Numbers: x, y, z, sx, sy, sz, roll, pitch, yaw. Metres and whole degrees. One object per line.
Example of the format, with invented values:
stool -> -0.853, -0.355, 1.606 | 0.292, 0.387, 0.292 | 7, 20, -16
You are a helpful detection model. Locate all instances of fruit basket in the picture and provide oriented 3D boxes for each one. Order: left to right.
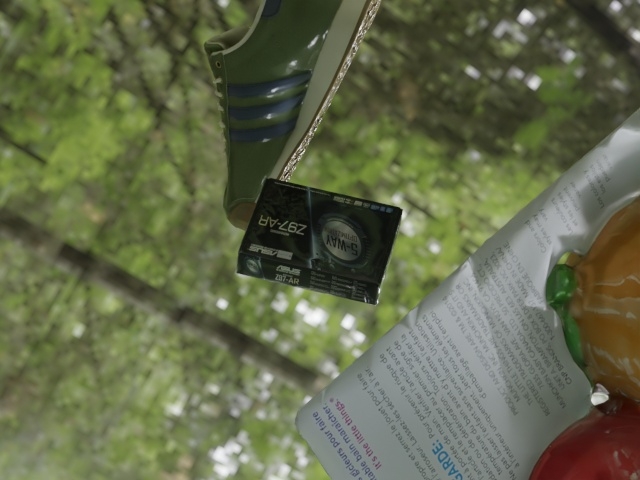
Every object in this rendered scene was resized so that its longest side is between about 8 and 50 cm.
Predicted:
fruit basket -> 0.184, 0.107, 1.081 | 0.353, 0.327, 0.165 | -39, -158, -15

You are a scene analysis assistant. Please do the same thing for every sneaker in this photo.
sneaker -> -0.037, -0.100, 1.208 | 0.192, 0.086, 0.064 | -62, 178, 31

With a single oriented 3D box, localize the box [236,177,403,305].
box -> 0.000, 0.000, 1.092 | 0.067, 0.083, 0.018 | -70, 171, -46
